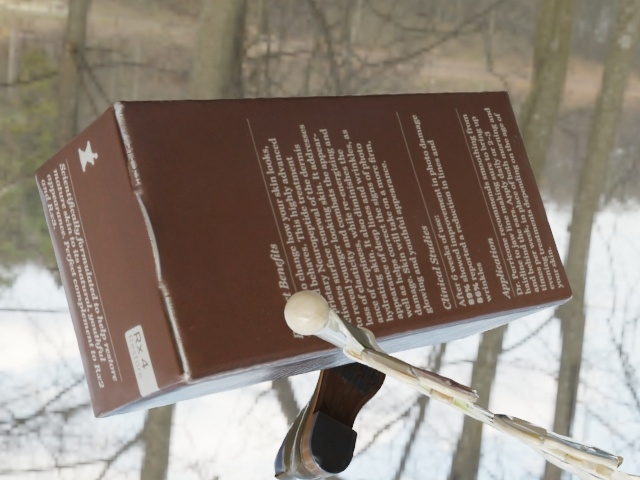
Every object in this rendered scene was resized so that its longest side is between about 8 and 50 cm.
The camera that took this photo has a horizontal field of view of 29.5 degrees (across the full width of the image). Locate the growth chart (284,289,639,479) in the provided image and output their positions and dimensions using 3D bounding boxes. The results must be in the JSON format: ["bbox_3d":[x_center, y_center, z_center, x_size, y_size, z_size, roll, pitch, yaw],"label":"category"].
[{"bbox_3d":[0.096,0.081,0.481,0.237,0.021,0.172,26,175,4],"label":"growth chart"}]

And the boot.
[{"bbox_3d":[0.007,0.186,1.424,0.082,0.219,0.106,38,140,-15],"label":"boot"}]

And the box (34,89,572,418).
[{"bbox_3d":[0.000,0.000,0.922,0.381,0.191,0.143,-6,166,-41],"label":"box"}]
